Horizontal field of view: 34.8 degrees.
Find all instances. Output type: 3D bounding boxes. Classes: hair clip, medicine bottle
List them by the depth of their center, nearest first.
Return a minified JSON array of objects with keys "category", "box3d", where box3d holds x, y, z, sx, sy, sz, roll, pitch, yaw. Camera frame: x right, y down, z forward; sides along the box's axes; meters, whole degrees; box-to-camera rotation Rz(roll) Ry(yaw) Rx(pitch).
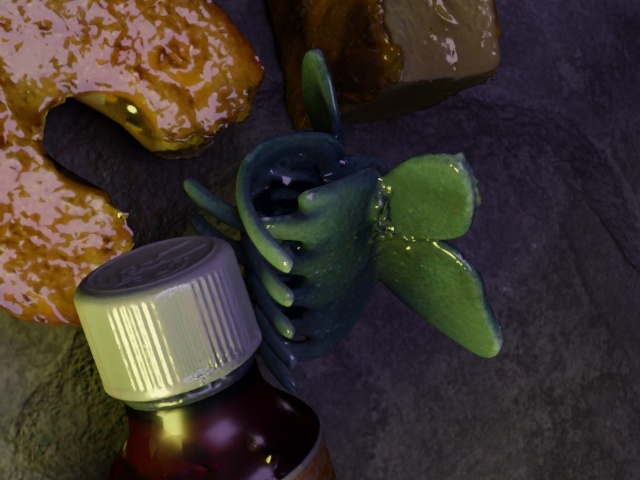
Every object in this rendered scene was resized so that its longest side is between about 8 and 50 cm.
[{"category":"medicine bottle","box3d":[-0.114,0.200,1.064,0.242,0.242,0.395,-25,115,-29]},{"category":"hair clip","box3d":[0.000,0.000,1.164,0.238,0.318,0.392,-34,60,-22]}]

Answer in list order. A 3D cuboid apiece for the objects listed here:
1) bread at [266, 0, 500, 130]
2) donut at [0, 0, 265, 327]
[{"category":"bread","box3d":[0.077,-0.313,1.355,0.207,0.279,0.279,-10,85,-32]},{"category":"donut","box3d":[-0.297,-0.125,1.185,0.377,0.163,0.435,38,68,-17]}]
